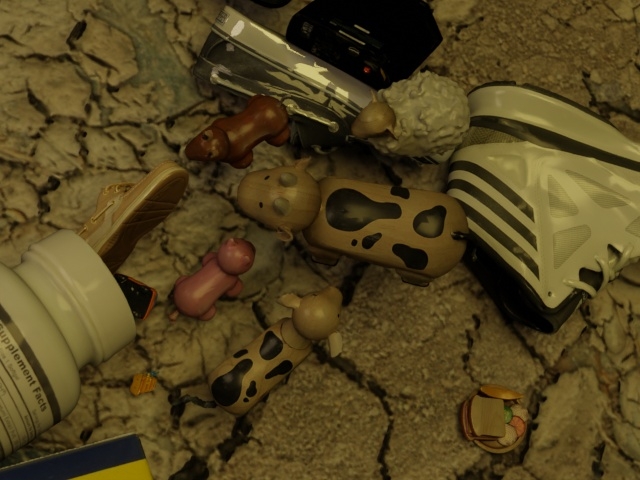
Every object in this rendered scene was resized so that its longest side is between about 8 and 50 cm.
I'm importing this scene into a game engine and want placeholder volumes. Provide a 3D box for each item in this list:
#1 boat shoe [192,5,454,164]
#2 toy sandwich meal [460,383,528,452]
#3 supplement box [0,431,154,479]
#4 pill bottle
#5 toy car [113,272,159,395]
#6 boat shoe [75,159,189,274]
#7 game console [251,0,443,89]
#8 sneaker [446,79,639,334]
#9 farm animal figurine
[{"bbox_3d":[0.002,-0.145,1.374,0.301,0.108,0.102,27,101,-11],"label":"boat shoe"},{"bbox_3d":[0.194,0.195,1.366,0.085,0.029,0.085,6,71,-17],"label":"toy sandwich meal"},{"bbox_3d":[-0.205,0.378,1.051,0.195,0.194,0.356,-13,69,-22],"label":"supplement box"},{"bbox_3d":[-0.333,0.124,1.127,0.318,0.176,0.176,-34,86,-25],"label":"pill bottle"},{"bbox_3d":[-0.192,0.096,1.273,0.040,0.060,0.122,9,85,-62],"label":"toy car"},{"bbox_3d":[-0.200,-0.029,1.240,0.059,0.170,0.063,55,26,19],"label":"boat shoe"},{"bbox_3d":[-0.037,-0.293,1.398,0.361,0.044,0.213,30,32,7],"label":"game console"},{"bbox_3d":[0.344,0.011,1.428,0.447,0.169,0.257,20,76,-4],"label":"sneaker"},{"bbox_3d":[0.000,0.000,1.224,0.327,0.172,0.330,-5,84,0],"label":"farm animal figurine"}]
